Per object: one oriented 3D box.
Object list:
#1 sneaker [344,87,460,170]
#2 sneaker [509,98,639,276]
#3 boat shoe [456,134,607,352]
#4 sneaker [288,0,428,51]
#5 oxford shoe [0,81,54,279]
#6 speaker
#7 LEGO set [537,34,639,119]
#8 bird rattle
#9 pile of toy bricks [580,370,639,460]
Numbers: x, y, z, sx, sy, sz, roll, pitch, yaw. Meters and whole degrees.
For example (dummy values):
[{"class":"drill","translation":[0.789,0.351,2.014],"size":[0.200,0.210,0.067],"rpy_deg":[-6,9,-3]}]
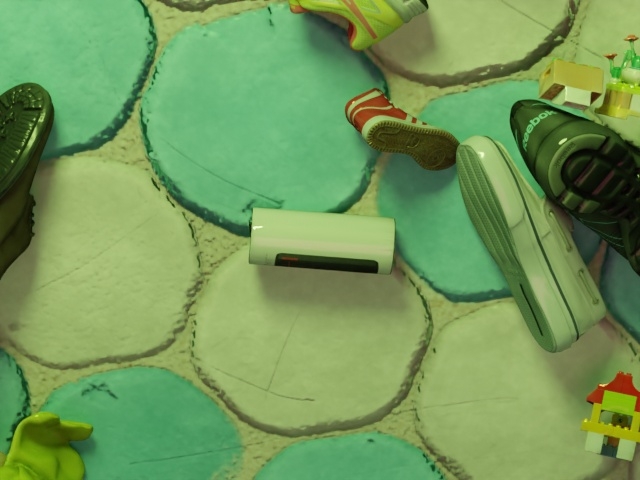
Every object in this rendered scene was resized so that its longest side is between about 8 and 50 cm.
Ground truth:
[{"class":"sneaker","translation":[0.074,-0.103,1.691],"size":[0.118,0.067,0.042],"rpy_deg":[16,113,-40]},{"class":"sneaker","translation":[0.268,-0.052,1.675],"size":[0.101,0.106,0.267],"rpy_deg":[-49,132,5]},{"class":"boat shoe","translation":[0.198,-0.007,1.719],"size":[0.075,0.083,0.226],"rpy_deg":[-31,113,-17]},{"class":"sneaker","translation":[-0.007,-0.242,1.604],"size":[0.208,0.081,0.094],"rpy_deg":[41,109,-17]},{"class":"oxford shoe","translation":[-0.299,-0.039,1.695],"size":[0.082,0.096,0.227],"rpy_deg":[32,97,33]},{"class":"speaker","translation":[0.000,0.000,1.721],"size":[0.136,0.055,0.055],"rpy_deg":[5,113,-3]},{"class":"LEGO set","translation":[0.339,-0.141,1.586],"size":[0.287,0.132,0.107],"rpy_deg":[14,96,18]},{"class":"bird rattle","translation":[-0.353,0.243,1.787],"size":[0.253,0.143,0.207],"rpy_deg":[8,129,-1]},{"class":"pile of toy bricks","translation":[0.365,0.174,1.787],"size":[0.212,0.118,0.105],"rpy_deg":[12,85,11]}]
